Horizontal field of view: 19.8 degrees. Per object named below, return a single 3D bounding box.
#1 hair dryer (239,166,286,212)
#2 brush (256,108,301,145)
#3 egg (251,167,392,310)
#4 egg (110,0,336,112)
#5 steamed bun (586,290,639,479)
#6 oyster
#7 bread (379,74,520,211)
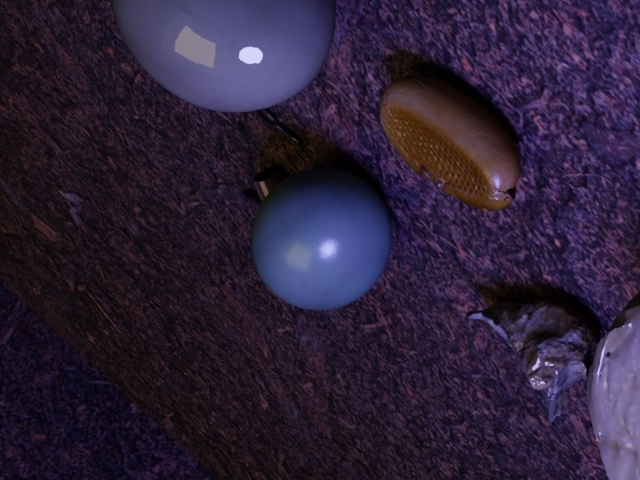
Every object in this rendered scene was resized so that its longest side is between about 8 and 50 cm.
[{"bbox_3d":[-0.072,-0.049,2.426,0.106,0.054,0.154,60,160,-18],"label":"hair dryer"},{"bbox_3d":[-0.054,-0.145,2.275,0.083,0.008,0.024,41,154,18],"label":"brush"},{"bbox_3d":[0.000,0.000,2.205,0.168,0.168,0.231,47,165,3],"label":"egg"},{"bbox_3d":[-0.102,-0.248,1.907,0.269,0.219,0.219,49,162,29],"label":"egg"},{"bbox_3d":[0.398,0.188,1.675,0.325,0.230,0.372,37,130,57],"label":"steamed bun"},{"bbox_3d":[0.252,0.121,2.063,0.161,0.107,0.233,43,177,-3],"label":"oyster"},{"bbox_3d":[0.140,-0.104,1.894,0.189,0.077,0.114,37,136,27],"label":"bread"}]
